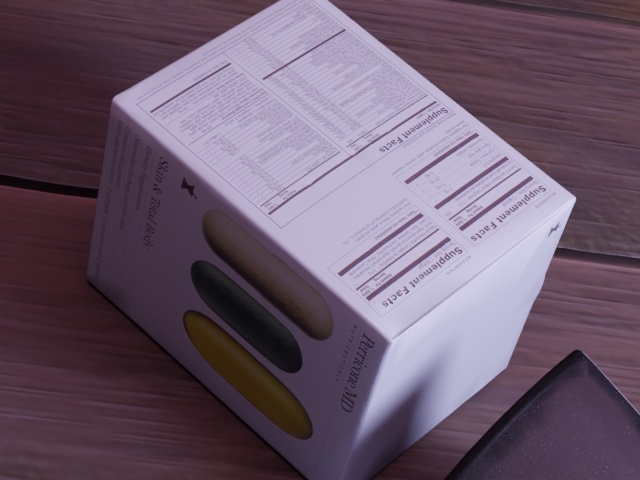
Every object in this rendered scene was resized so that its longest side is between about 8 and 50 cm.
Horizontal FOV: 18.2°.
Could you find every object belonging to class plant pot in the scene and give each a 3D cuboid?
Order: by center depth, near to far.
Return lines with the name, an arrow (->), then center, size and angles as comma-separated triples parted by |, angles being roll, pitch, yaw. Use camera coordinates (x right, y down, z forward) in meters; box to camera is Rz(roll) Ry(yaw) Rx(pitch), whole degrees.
plant pot -> 0.149, 0.218, 1.286 | 0.167, 0.187, 0.188 | -29, 61, -19

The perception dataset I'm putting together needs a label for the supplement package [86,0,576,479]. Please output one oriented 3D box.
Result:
supplement package -> 0.000, 0.000, 1.415 | 0.263, 0.199, 0.198 | 40, 53, 20
